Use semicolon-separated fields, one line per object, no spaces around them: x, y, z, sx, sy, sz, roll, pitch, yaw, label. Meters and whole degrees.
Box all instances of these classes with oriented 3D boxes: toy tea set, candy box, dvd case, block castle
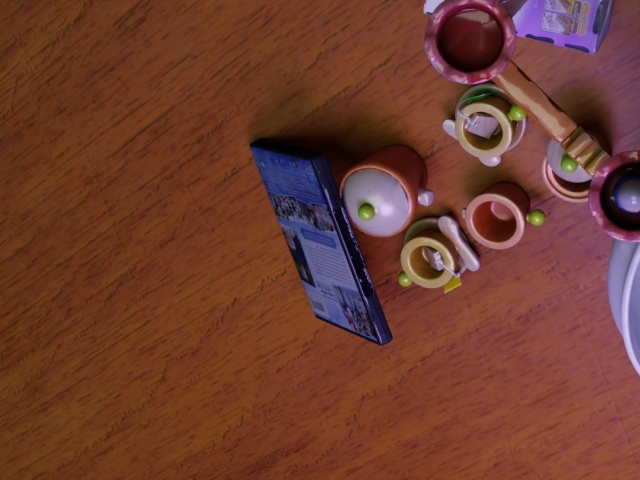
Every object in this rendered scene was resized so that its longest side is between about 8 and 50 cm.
0.168;-0.056;1.777;0.336;0.124;0.200;-33;99;35;toy tea set
0.220;-0.306;1.648;0.196;0.070;0.165;17;123;16;candy box
0.000;0.000;1.892;0.180;0.022;0.253;18;132;61;dvd case
0.341;-0.252;1.429;0.303;0.213;0.453;44;101;2;block castle

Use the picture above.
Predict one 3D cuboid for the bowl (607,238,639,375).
0.417;0.019;1.656;0.134;0.297;0.298;-135;35;-57;bowl
